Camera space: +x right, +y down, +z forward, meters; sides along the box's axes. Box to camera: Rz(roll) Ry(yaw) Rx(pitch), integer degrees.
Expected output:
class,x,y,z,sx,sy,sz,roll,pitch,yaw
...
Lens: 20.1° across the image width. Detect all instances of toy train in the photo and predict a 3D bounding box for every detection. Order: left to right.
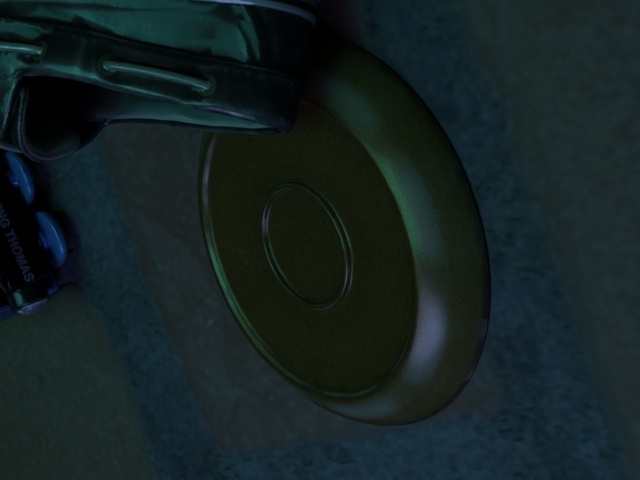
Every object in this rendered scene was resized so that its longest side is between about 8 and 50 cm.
class,x,y,z,sx,sy,sz,roll,pitch,yaw
toy train,-0.247,-0.026,1.289,0.105,0.080,0.184,-34,80,58

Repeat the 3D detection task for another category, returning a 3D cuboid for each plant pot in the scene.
class,x,y,z,sx,sy,sz,roll,pitch,yaw
plant pot,0.000,0.000,1.035,0.236,0.032,0.236,27,127,42

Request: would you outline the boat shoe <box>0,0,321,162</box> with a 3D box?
class,x,y,z,sx,sy,sz,roll,pitch,yaw
boat shoe,-0.160,-0.105,1.018,0.335,0.121,0.119,0,78,30
